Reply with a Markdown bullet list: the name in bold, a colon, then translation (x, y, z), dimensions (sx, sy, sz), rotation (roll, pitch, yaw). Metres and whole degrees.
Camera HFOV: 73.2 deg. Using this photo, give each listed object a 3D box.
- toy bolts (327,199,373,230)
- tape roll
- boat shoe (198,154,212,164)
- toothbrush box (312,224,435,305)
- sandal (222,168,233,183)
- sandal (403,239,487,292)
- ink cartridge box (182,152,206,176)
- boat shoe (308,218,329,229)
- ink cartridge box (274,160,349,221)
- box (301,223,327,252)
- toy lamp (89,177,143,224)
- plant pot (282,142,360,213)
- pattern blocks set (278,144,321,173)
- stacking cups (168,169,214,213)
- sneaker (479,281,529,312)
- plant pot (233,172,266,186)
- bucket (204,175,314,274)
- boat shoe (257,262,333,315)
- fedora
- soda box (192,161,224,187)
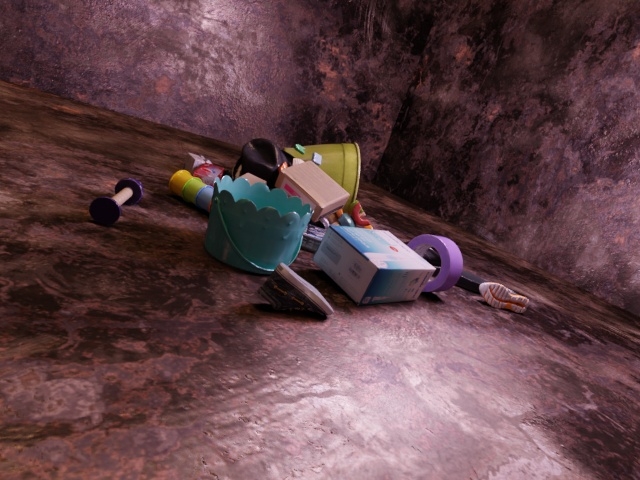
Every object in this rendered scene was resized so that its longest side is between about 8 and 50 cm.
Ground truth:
- **toy bolts**: translation (0.125, -0.053, 1.793), dimensions (0.218, 0.158, 0.228), rotation (61, 6, 0)
- **tape roll**: translation (0.368, 0.077, 1.431), dimensions (0.080, 0.189, 0.189), rotation (7, 20, -43)
- **boat shoe**: translation (-0.535, -0.328, 1.957), dimensions (0.076, 0.083, 0.226), rotation (47, -8, -33)
- **toothbrush box**: translation (0.160, 0.070, 1.261), dimensions (0.295, 0.126, 0.216), rotation (6, 29, -46)
- **sandal**: translation (-0.387, -0.289, 2.016), dimensions (0.254, 0.054, 0.097), rotation (31, 18, 35)
- **sandal**: translation (0.449, 0.074, 1.706), dimensions (0.445, 0.107, 0.167), rotation (20, 15, 1)
- **ink cartridge box**: translation (-0.540, -0.313, 1.838), dimensions (0.052, 0.089, 0.122), rotation (13, 16, -35)
- **boat shoe**: translation (-0.075, -0.090, 1.690), dimensions (0.228, 0.080, 0.076), rotation (28, 13, 1)
- **ink cartridge box**: translation (-0.032, -0.199, 1.706), dimensions (0.234, 0.088, 0.193), rotation (44, 42, 16)
- **box**: translation (0.000, 0.000, 1.494), dimensions (0.220, 0.051, 0.175), rotation (19, 15, -5)
- **toy lamp**: translation (-0.536, -0.115, 1.161), dimensions (0.080, 0.080, 0.275), rotation (16, 17, -16)
- **plant pot**: translation (-0.023, -0.317, 2.112), dimensions (0.352, 0.367, 0.366), rotation (5, 17, -10)
- **pattern blocks set**: translation (-0.066, -0.250, 1.851), dimensions (0.026, 0.325, 0.285), rotation (-13, -15, 42)
- **stacking cups**: translation (-0.367, -0.129, 1.423), dimensions (0.316, 0.096, 0.096), rotation (31, 18, 26)
- **sneaker**: translation (0.660, 0.204, 1.583), dimensions (0.214, 0.084, 0.083), rotation (25, 10, -20)
- **plant pot**: translation (-0.296, -0.199, 1.737), dimensions (0.109, 0.109, 0.096), rotation (27, 30, 26)
- **bucket**: translation (-0.172, -0.042, 1.159), dimensions (0.281, 0.183, 0.281), rotation (18, 16, -5)
- **boat shoe**: translation (-0.054, 0.130, 0.953), dimensions (0.183, 0.083, 0.065), rotation (43, 3, -29)
- **fedora**: translation (-0.245, -0.331, 1.867), dimensions (0.334, 0.334, 0.152), rotation (27, -27, 24)
- **soda box**: translation (-0.443, -0.237, 1.684), dimensions (0.083, 0.092, 0.263), rotation (16, 15, -11)
